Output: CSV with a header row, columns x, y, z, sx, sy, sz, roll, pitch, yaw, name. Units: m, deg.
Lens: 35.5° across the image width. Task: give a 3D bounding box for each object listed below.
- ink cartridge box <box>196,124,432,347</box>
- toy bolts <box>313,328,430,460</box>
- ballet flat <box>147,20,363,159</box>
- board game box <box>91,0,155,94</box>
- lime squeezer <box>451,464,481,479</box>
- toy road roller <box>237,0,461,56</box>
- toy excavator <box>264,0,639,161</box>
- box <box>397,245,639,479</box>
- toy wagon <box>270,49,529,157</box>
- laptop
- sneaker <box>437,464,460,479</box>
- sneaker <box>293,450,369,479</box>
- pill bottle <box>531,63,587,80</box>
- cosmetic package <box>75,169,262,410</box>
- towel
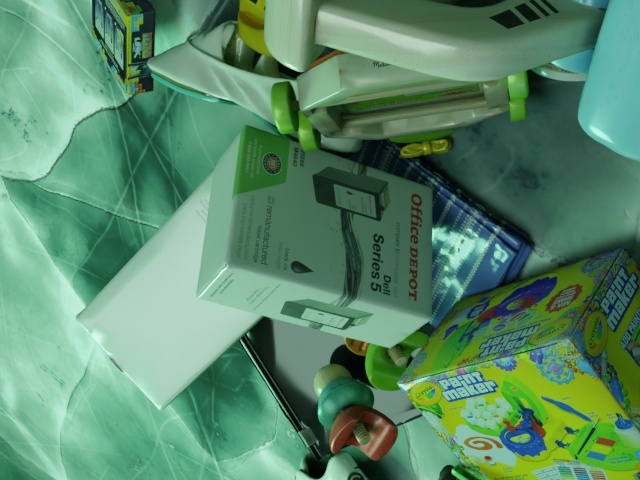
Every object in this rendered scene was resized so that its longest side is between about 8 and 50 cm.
x,y,z,sx,sy,sz,roll,pitch,yaw,name
0.000,0.000,1.253,0.272,0.199,0.115,16,149,-20,ink cartridge box
0.091,0.190,1.453,0.229,0.218,0.158,-56,36,16,toy bolts
-0.084,-0.232,1.383,0.400,0.139,0.139,29,135,37,ballet flat
-0.304,-0.329,1.535,0.170,0.048,0.141,55,147,38,board game box
0.287,0.324,1.183,0.310,0.059,0.110,-12,118,48,lime squeezer
0.013,-0.310,1.177,0.329,0.202,0.241,38,152,21,toy road roller
0.235,-0.184,0.848,0.433,0.445,0.222,41,140,32,toy excavator
0.306,0.198,1.236,0.279,0.177,0.290,51,142,-12,box
0.100,-0.156,1.148,0.267,0.344,0.068,-7,84,11,toy wagon
-0.018,0.129,1.638,0.382,0.236,0.408,59,172,-6,laptop
0.262,0.474,1.590,0.108,0.100,0.272,-22,99,25,sneaker
-0.002,0.464,1.830,0.330,0.122,0.146,-41,68,52,sneaker
0.266,-0.259,1.033,0.094,0.094,0.169,25,133,30,pill bottle
-0.159,0.052,1.452,0.197,0.155,0.365,48,116,1,cosmetic package
0.122,-0.019,1.406,0.336,0.040,0.243,40,141,18,towel
